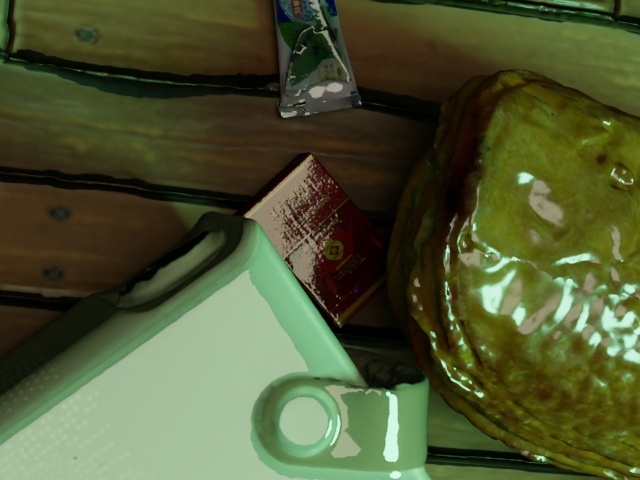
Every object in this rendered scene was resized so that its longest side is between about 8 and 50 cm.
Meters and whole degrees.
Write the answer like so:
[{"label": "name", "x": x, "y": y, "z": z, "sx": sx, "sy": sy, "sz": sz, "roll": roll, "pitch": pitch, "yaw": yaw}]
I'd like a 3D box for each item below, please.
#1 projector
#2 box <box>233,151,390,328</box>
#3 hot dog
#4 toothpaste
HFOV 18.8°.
[{"label": "projector", "x": -0.067, "y": 0.107, "z": 0.939, "sx": 0.242, "sy": 0.163, "sz": 0.177, "roll": -34, "pitch": 101, "yaw": -8}, {"label": "box", "x": 0.000, "y": 0.000, "z": 1.026, "sx": 0.051, "sy": 0.023, "sz": 0.082, "roll": -43, "pitch": 102, "yaw": -10}, {"label": "hot dog", "x": 0.163, "y": 0.023, "z": 1.008, "sx": 0.272, "sy": 0.122, "sz": 0.196, "roll": 20, "pitch": 70, "yaw": -20}, {"label": "toothpaste", "x": -0.013, "y": -0.150, "z": 1.017, "sx": 0.045, "sy": 0.028, "sz": 0.170, "roll": -10, "pitch": 98, "yaw": -9}]
